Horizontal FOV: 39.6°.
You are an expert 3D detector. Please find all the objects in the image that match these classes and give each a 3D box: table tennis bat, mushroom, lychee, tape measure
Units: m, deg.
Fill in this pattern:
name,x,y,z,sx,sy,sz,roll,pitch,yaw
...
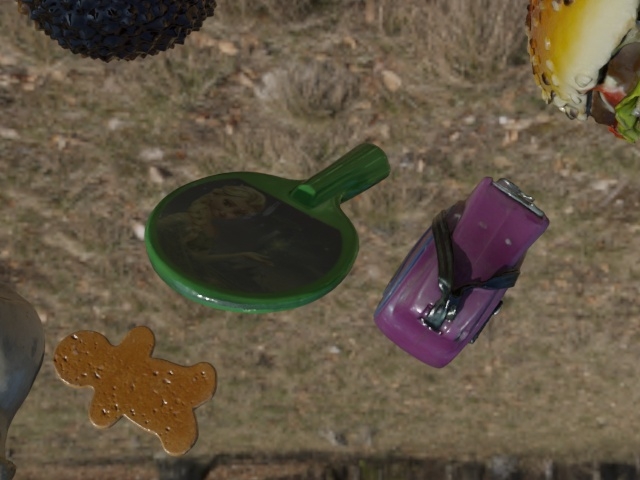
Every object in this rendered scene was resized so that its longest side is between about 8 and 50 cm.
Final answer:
name,x,y,z,sx,sy,sz,roll,pitch,yaw
table tennis bat,-0.025,-0.022,0.716,0.160,0.039,0.257,30,-140,25
mushroom,-0.319,0.136,0.856,0.088,0.212,0.097,12,143,-11
lychee,-0.256,-0.335,1.081,0.267,0.267,0.267,1,177,0
tape measure,0.183,0.053,1.189,0.149,0.231,0.245,34,168,3

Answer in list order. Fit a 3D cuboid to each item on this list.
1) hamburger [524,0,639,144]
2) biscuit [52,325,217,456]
name,x,y,z,sx,sy,sz,roll,pitch,yaw
hamburger,0.239,-0.204,0.602,0.176,0.300,0.300,16,180,9
biscuit,-0.284,0.213,1.346,0.250,0.165,0.036,23,161,1
